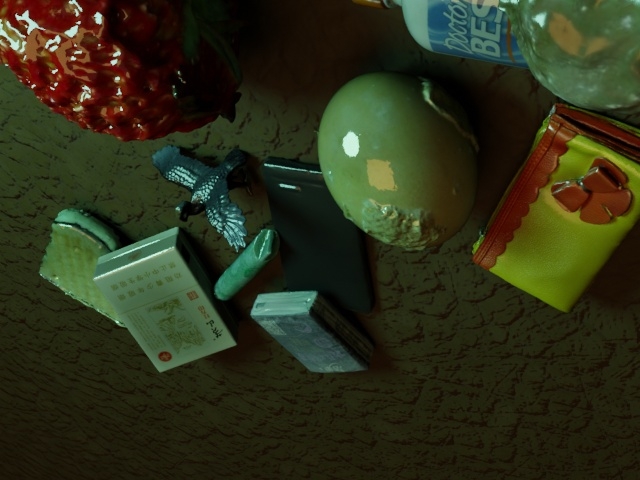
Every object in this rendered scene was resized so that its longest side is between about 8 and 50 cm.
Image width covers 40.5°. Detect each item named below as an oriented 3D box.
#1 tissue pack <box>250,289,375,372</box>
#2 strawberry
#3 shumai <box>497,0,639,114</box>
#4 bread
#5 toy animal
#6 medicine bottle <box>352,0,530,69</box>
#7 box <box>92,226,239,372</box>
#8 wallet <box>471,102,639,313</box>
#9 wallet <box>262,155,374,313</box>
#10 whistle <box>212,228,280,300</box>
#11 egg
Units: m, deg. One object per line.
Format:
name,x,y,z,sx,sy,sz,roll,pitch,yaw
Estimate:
tissue pack,-0.011,0.130,1.222,0.112,0.051,0.156,-7,139,38
strawberry,-0.216,-0.211,0.856,0.258,0.261,0.261,-17,123,17
shumai,0.189,-0.266,0.477,0.217,0.345,0.283,11,170,18
bread,-0.356,0.043,1.342,0.173,0.064,0.232,-3,129,28
toy animal,-0.136,-0.065,1.081,0.220,0.108,0.062,47,156,37
medicine bottle,0.170,-0.219,0.704,0.289,0.157,0.157,14,137,17
box,-0.224,0.090,1.278,0.141,0.058,0.201,-22,121,11
wallet,0.257,-0.026,0.918,0.141,0.067,0.241,26,140,7
wallet,0.000,0.000,1.123,0.124,0.025,0.244,10,135,22
whistle,-0.103,0.036,1.192,0.039,0.039,0.186,36,147,-7
egg,0.084,-0.081,0.893,0.164,0.164,0.201,-9,126,36
